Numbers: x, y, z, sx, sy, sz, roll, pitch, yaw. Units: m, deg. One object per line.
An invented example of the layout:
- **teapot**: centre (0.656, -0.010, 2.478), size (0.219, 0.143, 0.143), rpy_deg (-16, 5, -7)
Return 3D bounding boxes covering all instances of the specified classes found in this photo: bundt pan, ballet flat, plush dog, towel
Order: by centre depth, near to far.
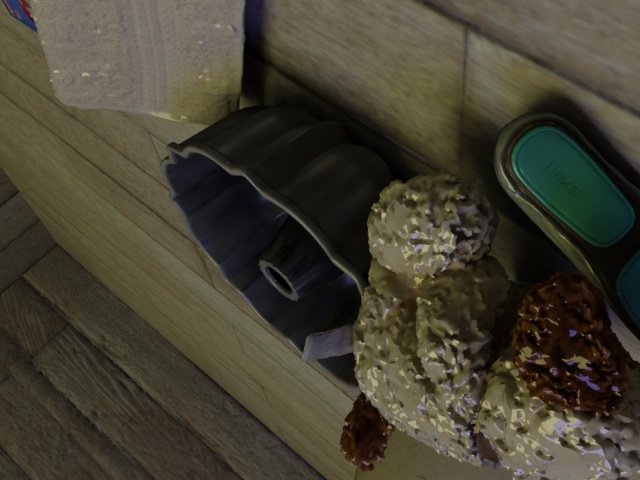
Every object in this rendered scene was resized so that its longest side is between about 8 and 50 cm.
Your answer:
- **ballet flat**: centre (0.194, -0.001, 0.537), size (0.213, 0.072, 0.068), rpy_deg (47, -172, -4)
- **plush dog**: centre (0.136, 0.102, 0.577), size (0.225, 0.210, 0.262), rpy_deg (19, 160, 49)
- **towel**: centre (-0.158, -0.186, 0.725), size (0.187, 0.049, 0.282), rpy_deg (7, 157, -4)
- **bundt pan**: centre (0.000, 0.000, 0.815), size (0.331, 0.124, 0.330), rpy_deg (40, 160, 18)

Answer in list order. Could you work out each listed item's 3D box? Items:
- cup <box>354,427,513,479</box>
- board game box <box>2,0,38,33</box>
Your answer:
- **cup**: centre (0.166, 0.263, 0.855), size (0.331, 0.237, 0.331), rpy_deg (38, 160, 17)
- **board game box**: centre (-0.283, -0.326, 0.793), size (0.233, 0.078, 0.347), rpy_deg (34, 159, 27)
